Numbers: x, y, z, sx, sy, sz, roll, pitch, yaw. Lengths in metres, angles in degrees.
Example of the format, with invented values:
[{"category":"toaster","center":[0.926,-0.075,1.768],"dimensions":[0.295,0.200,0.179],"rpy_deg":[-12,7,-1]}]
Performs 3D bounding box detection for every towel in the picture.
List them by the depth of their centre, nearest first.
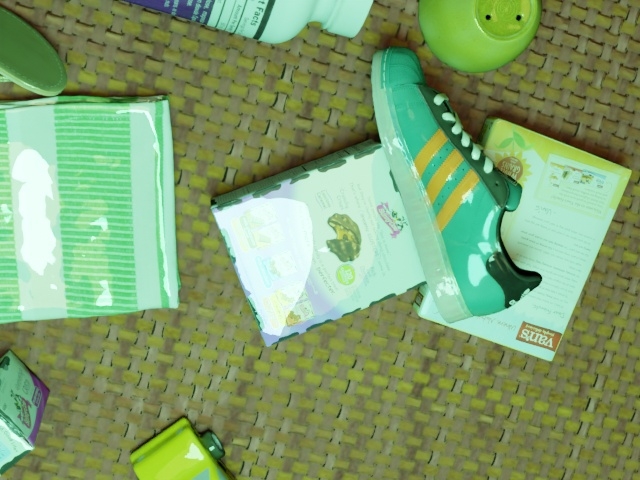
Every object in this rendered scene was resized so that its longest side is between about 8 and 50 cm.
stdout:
[{"category":"towel","center":[-0.316,-0.031,1.035],"dimensions":[0.325,0.038,0.248],"rpy_deg":[-3,102,-8]}]

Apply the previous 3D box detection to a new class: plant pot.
[{"category":"plant pot","center":[0.179,-0.244,1.038],"dimensions":[0.134,0.095,0.134],"rpy_deg":[-2,102,-8]}]

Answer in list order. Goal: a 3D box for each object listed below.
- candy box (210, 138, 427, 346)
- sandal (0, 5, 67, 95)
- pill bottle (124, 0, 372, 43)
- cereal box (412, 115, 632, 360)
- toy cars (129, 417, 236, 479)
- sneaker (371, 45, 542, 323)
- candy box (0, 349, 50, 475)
[{"category":"candy box","center":[0.000,0.000,1.072],"dimensions":[0.196,0.070,0.165],"rpy_deg":[-21,103,-3]},{"category":"sandal","center":[-0.367,-0.205,0.987],"dimensions":[0.240,0.088,0.079],"rpy_deg":[38,125,-7]},{"category":"pill bottle","center":[-0.104,-0.300,0.940],"dimensions":[0.323,0.181,0.181],"rpy_deg":[14,99,-11]},{"category":"cereal box","center":[0.227,0.000,1.117],"dimensions":[0.173,0.047,0.240],"rpy_deg":[20,98,-10]},{"category":"toy cars","center":[-0.142,0.402,1.121],"dimensions":[0.176,0.087,0.393],"rpy_deg":[5,100,-9]},{"category":"sneaker","center":[0.145,-0.070,1.034],"dimensions":[0.121,0.108,0.302],"rpy_deg":[-17,93,17]},{"category":"candy box","center":[-0.396,0.233,1.013],"dimensions":[0.233,0.159,0.071],"rpy_deg":[-40,105,1]}]
